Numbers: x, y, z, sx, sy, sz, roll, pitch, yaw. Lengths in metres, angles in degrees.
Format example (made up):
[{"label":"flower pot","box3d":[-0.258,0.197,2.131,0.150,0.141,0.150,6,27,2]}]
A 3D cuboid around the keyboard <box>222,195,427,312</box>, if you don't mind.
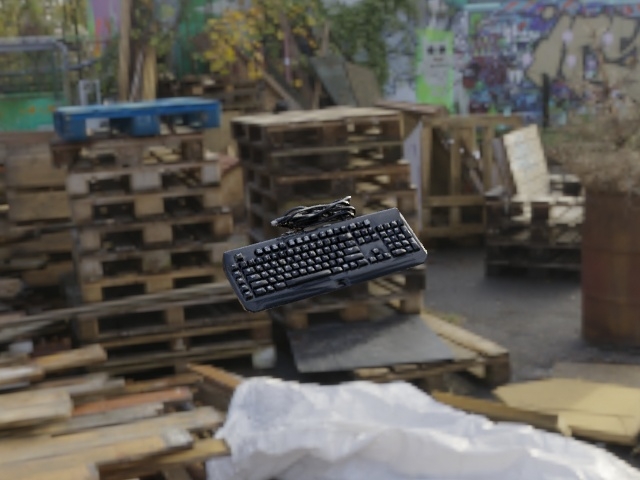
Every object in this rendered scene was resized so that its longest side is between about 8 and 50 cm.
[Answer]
[{"label":"keyboard","box3d":[0.000,0.000,0.920,0.192,0.038,0.100,-15,50,-27]}]
